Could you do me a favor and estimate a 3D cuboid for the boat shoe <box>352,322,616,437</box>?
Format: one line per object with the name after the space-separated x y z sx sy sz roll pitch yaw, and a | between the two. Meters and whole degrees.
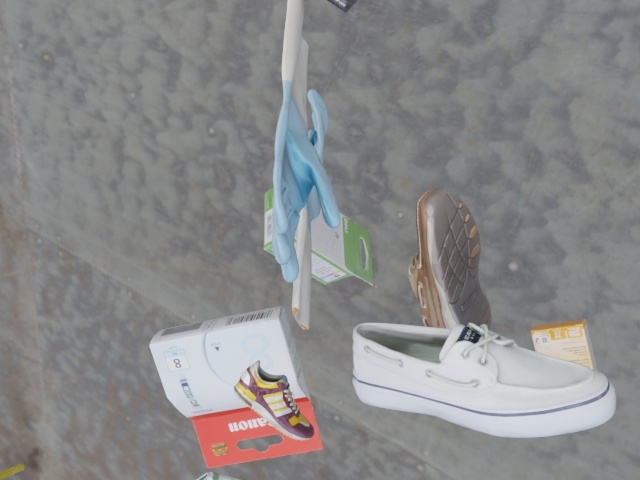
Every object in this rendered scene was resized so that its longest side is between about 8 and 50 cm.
0.123 0.109 0.504 0.226 0.083 0.075 -4 107 28 | boat shoe

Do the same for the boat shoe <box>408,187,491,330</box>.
0.201 0.059 1.010 0.116 0.123 0.324 15 131 44 | boat shoe

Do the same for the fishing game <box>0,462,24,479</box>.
-0.307 0.365 0.577 0.041 0.189 0.264 -22 81 44 | fishing game

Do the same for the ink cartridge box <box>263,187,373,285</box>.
0.000 0.000 0.970 0.062 0.109 0.209 -25 142 32 | ink cartridge box

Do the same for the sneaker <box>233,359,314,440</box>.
-0.075 0.312 1.155 0.185 0.069 0.084 36 93 -7 | sneaker

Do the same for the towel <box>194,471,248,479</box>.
-0.110 0.364 0.834 0.152 0.023 0.113 24 139 -21 | towel

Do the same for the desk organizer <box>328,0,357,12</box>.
-0.013 -0.266 0.525 0.130 0.050 0.047 28 167 -16 | desk organizer

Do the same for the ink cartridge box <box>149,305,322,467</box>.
-0.188 0.364 1.377 0.308 0.091 0.384 -12 103 8 | ink cartridge box

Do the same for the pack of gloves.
0.001 -0.058 0.498 0.046 0.232 0.195 1 159 7 | pack of gloves

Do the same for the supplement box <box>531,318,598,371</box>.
0.300 0.150 0.723 0.062 0.036 0.098 -14 87 29 | supplement box
